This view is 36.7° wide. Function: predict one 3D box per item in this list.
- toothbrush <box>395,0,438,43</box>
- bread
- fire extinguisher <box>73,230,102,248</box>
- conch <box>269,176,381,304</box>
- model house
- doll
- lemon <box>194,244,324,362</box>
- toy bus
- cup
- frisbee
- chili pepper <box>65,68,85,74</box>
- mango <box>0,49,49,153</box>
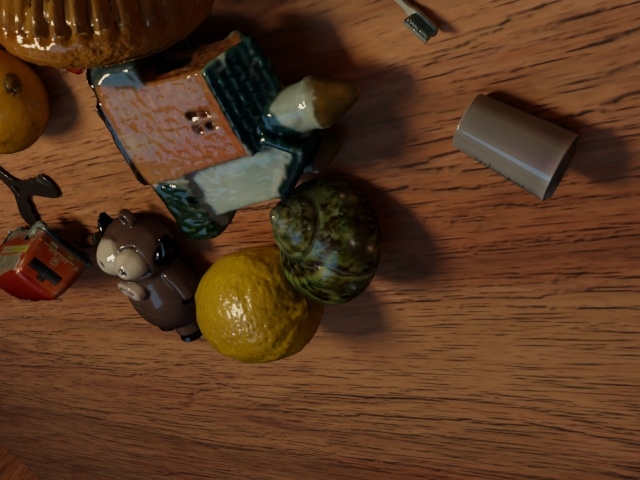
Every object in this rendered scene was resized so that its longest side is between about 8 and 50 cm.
[{"bbox_3d":[0.013,-0.286,0.944,0.263,0.026,0.022,41,148,-3],"label":"toothbrush"},{"bbox_3d":[-0.230,-0.267,1.005,0.240,0.240,0.139,17,133,27],"label":"bread"},{"bbox_3d":[-0.410,0.000,1.711,0.028,0.022,0.083,16,162,-35],"label":"fire extinguisher"},{"bbox_3d":[-0.002,0.002,1.241,0.187,0.124,0.181,9,137,48],"label":"conch"},{"bbox_3d":[-0.073,-0.146,1.099,0.291,0.184,0.253,-7,124,30],"label":"model house"},{"bbox_3d":[-0.272,0.053,1.566,0.182,0.117,0.257,17,147,37],"label":"doll"},{"bbox_3d":[-0.088,0.092,1.389,0.180,0.180,0.193,47,171,-18],"label":"lemon"},{"bbox_3d":[-0.525,0.044,1.762,0.121,0.120,0.265,42,157,-24],"label":"toy bus"},{"bbox_3d":[0.201,-0.093,0.989,0.116,0.074,0.104,29,176,17],"label":"cup"},{"bbox_3d":[-0.547,-0.106,1.713,0.187,0.012,0.211,43,148,-10],"label":"frisbee"},{"bbox_3d":[-0.281,-0.268,1.209,0.169,0.065,0.088,-10,128,44],"label":"chili pepper"},{"bbox_3d":[-0.505,-0.209,1.450,0.317,0.119,0.176,8,142,50],"label":"mango"}]
